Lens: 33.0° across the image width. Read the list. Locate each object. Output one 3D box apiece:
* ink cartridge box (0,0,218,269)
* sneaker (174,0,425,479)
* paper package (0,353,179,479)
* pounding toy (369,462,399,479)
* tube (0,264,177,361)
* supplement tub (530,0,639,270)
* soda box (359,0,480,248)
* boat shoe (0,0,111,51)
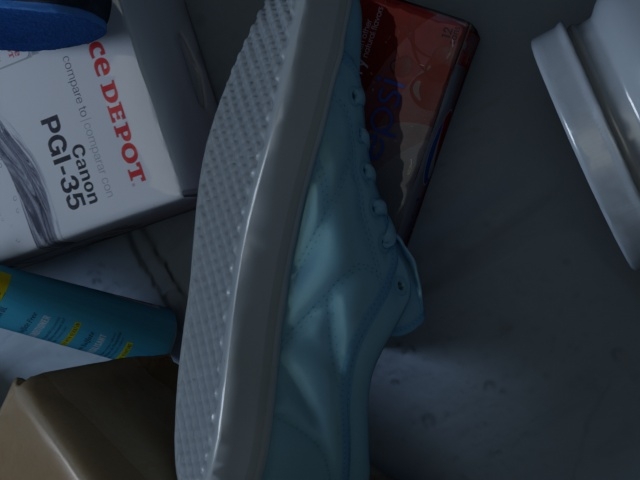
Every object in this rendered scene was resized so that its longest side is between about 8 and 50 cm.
[{"bbox_3d":[-0.236,-0.091,0.858,0.283,0.117,0.207,-18,89,17],"label":"ink cartridge box"},{"bbox_3d":[0.000,0.000,0.732,0.150,0.135,0.366,11,89,-25],"label":"sneaker"},{"bbox_3d":[-0.129,0.303,0.772,0.325,0.168,0.309,42,115,34],"label":"paper package"},{"bbox_3d":[0.024,0.298,0.851,0.154,0.155,0.269,-4,85,44],"label":"pounding toy"},{"bbox_3d":[-0.215,0.052,0.840,0.207,0.052,0.080,19,136,-26],"label":"tube"},{"bbox_3d":[0.290,-0.109,0.672,0.272,0.191,0.191,-25,89,16],"label":"supplement tub"},{"bbox_3d":[0.032,-0.046,0.806,0.092,0.083,0.263,21,100,12],"label":"soda box"},{"bbox_3d":[-0.259,-0.189,0.744,0.258,0.109,0.089,9,81,18],"label":"boat shoe"}]
